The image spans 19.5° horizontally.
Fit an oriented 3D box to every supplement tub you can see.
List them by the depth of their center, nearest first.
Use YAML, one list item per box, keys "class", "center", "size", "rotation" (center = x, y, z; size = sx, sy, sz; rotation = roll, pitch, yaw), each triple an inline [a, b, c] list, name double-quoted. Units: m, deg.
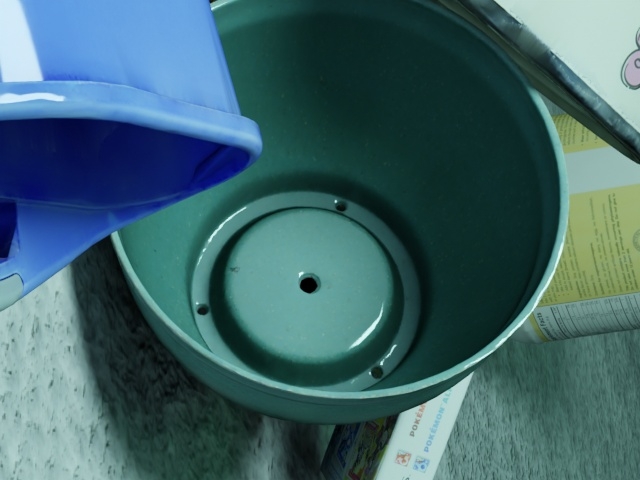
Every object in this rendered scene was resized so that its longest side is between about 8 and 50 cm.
- class: "supplement tub"
  center: [0.289, -0.020, 1.956]
  size: [0.241, 0.331, 0.241]
  rotation: [-9, 90, -71]

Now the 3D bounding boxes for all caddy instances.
- class: "caddy"
  center: [-0.167, -0.054, 0.776]
  size: [0.341, 0.241, 0.179]
  rotation: [5, 72, -70]

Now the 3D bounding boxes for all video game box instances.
- class: "video game box"
  center: [0.063, 0.118, 1.424]
  size: [0.205, 0.048, 0.187]
  rotation: [-143, -105, -81]

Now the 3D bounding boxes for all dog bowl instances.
- class: "dog bowl"
  center: [0.124, -0.237, 1.344]
  size: [0.408, 0.150, 0.408]
  rotation: [39, 7, -5]

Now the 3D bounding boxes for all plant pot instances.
- class: "plant pot"
  center: [0.000, 0.000, 1.244]
  size: [0.196, 0.293, 0.293]
  rotation: [105, -14, -65]

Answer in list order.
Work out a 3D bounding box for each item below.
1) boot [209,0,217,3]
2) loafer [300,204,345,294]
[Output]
- class: "boot"
  center: [-0.083, -0.203, 1.388]
  size: [0.084, 0.059, 0.158]
  rotation: [52, 42, -61]
- class: "loafer"
  center: [-0.005, 0.022, 1.500]
  size: [0.078, 0.080, 0.220]
  rotation: [-50, 150, -11]
